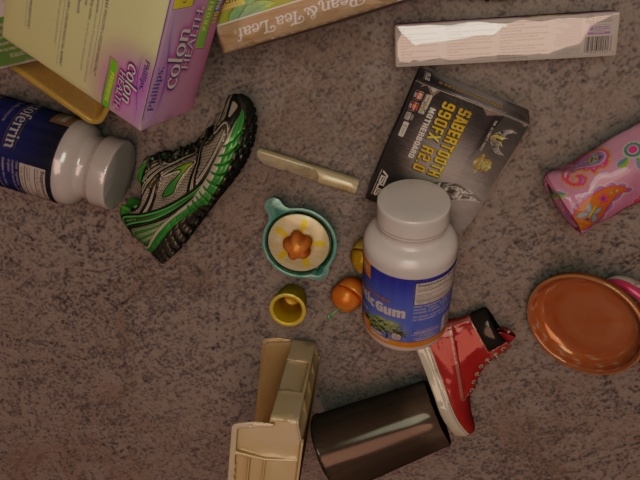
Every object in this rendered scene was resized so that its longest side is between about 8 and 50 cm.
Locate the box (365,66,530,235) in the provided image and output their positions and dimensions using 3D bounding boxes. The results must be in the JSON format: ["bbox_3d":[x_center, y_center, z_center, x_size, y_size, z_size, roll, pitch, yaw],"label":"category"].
[{"bbox_3d":[0.195,-0.135,0.981,0.183,0.056,0.231,22,130,0],"label":"box"}]

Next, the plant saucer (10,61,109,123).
[{"bbox_3d":[-0.405,-0.413,0.969,0.332,0.081,0.333,35,113,-7],"label":"plant saucer"}]

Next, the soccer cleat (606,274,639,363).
[{"bbox_3d":[0.624,0.177,1.066,0.331,0.143,0.116,50,150,6],"label":"soccer cleat"}]

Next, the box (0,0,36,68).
[{"bbox_3d":[-0.431,-0.431,0.893,0.232,0.058,0.322,-7,110,11],"label":"box"}]

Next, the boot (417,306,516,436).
[{"bbox_3d":[0.293,0.248,1.145,0.176,0.088,0.244,-18,105,13],"label":"boot"}]

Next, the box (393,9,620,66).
[{"bbox_3d":[0.274,-0.305,0.927,0.323,0.063,0.067,-2,111,9],"label":"box"}]

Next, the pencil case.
[{"bbox_3d":[0.496,-0.126,0.945,0.284,0.124,0.124,-32,105,18],"label":"pencil case"}]

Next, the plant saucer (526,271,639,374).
[{"bbox_3d":[0.460,0.139,1.058,0.200,0.037,0.200,23,130,31],"label":"plant saucer"}]

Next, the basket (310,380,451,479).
[{"bbox_3d":[0.122,0.371,1.182,0.226,0.154,0.204,-23,149,9],"label":"basket"}]

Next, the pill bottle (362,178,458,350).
[{"bbox_3d":[0.143,0.041,1.002,0.152,0.152,0.272,2,131,7],"label":"pill bottle"}]

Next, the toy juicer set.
[{"bbox_3d":[0.000,0.000,1.078,0.209,0.089,0.329,-2,112,9],"label":"toy juicer set"}]

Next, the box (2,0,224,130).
[{"bbox_3d":[-0.262,-0.303,0.777,0.243,0.117,0.214,34,127,10],"label":"box"}]

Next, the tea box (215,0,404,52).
[{"bbox_3d":[-0.005,-0.460,0.817,0.329,0.220,0.324,-13,111,13],"label":"tea box"}]

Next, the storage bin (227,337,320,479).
[{"bbox_3d":[-0.084,0.355,1.143,0.123,0.262,0.260,9,113,3],"label":"storage bin"}]

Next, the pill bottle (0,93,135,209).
[{"bbox_3d":[-0.468,-0.148,1.049,0.264,0.153,0.153,16,114,0],"label":"pill bottle"}]

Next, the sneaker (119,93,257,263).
[{"bbox_3d":[-0.230,-0.114,1.039,0.146,0.134,0.343,39,113,-8],"label":"sneaker"}]
